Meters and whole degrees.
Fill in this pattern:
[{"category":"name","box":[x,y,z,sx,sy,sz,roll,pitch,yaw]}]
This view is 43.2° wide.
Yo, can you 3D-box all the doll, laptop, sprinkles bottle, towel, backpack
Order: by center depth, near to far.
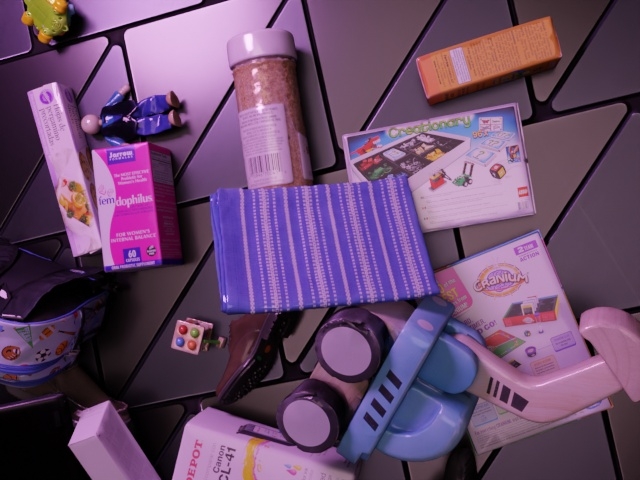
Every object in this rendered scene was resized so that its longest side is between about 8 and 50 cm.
[{"category":"towel","box":[0.000,0.000,1.272,0.335,0.040,0.243,-5,52,-7]},{"category":"sprinkles bottle","box":[-0.082,-0.182,1.415,0.121,0.121,0.356,-8,88,9]},{"category":"backpack","box":[-0.534,0.130,1.417,0.276,0.263,0.213,15,101,9]},{"category":"laptop","box":[-0.649,0.419,1.480,0.407,0.236,0.382,-10,117,-16]},{"category":"doll","box":[-0.354,-0.230,1.499,0.188,0.046,0.129,-10,80,12]}]

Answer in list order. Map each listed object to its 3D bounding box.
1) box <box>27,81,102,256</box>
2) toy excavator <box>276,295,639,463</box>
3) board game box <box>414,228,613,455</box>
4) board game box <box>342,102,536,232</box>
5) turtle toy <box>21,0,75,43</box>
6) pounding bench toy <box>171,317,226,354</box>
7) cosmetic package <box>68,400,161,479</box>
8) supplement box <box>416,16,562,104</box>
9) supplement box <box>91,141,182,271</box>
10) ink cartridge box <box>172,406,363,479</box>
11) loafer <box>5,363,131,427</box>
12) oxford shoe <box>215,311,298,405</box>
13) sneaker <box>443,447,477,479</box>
[{"category":"box","box":[-0.462,-0.129,1.507,0.063,0.067,0.324,-17,86,8]},{"category":"toy excavator","box":[0.220,0.214,1.256,0.445,0.222,0.433,30,113,9]},{"category":"board game box","box":[0.317,0.171,1.372,0.242,0.064,0.317,-22,86,9]},{"category":"board game box","box":[0.203,-0.114,1.400,0.305,0.053,0.193,-9,89,9]},{"category":"turtle toy","box":[-0.512,-0.438,1.517,0.130,0.066,0.095,46,120,9]},{"category":"pounding bench toy","box":[-0.218,0.177,1.463,0.083,0.065,0.052,14,92,9]},{"category":"cosmetic package","box":[-0.348,0.408,1.418,0.060,0.099,0.239,-22,113,8]},{"category":"supplement box","box":[0.285,-0.304,1.375,0.233,0.078,0.080,-18,87,10]},{"category":"supplement box","box":[-0.329,-0.058,1.462,0.111,0.114,0.220,-8,87,10]},{"category":"ink cartridge box","box":[-0.102,0.451,1.410,0.306,0.131,0.226,14,92,8]},{"category":"loafer","box":[-0.463,0.277,1.489,0.251,0.094,0.088,19,97,9]},{"category":"oxford shoe","box":[-0.130,0.192,1.452,0.096,0.082,0.227,35,97,31]},{"category":"sneaker","box":[0.179,0.499,1.360,0.146,0.122,0.331,12,98,23]}]
